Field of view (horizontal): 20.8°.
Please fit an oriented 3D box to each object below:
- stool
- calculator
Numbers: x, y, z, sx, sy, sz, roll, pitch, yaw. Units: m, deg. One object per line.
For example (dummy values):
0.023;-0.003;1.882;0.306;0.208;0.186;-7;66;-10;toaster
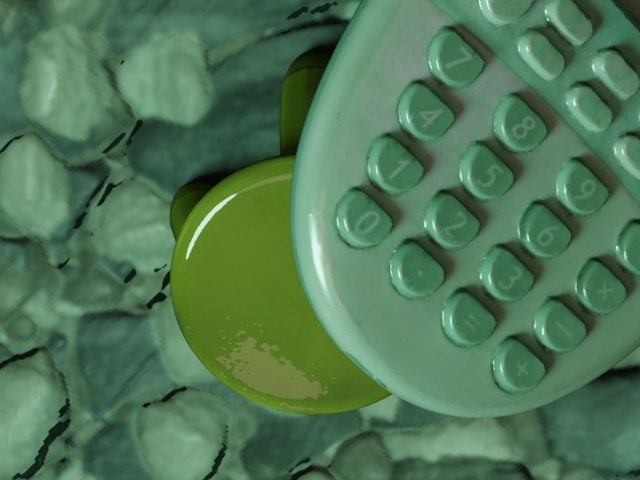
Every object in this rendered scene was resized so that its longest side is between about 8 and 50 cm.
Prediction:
0.000;0.000;0.718;0.135;0.110;0.134;-3;114;4;stool
0.105;-0.067;0.660;0.184;0.042;0.295;43;78;-22;calculator
